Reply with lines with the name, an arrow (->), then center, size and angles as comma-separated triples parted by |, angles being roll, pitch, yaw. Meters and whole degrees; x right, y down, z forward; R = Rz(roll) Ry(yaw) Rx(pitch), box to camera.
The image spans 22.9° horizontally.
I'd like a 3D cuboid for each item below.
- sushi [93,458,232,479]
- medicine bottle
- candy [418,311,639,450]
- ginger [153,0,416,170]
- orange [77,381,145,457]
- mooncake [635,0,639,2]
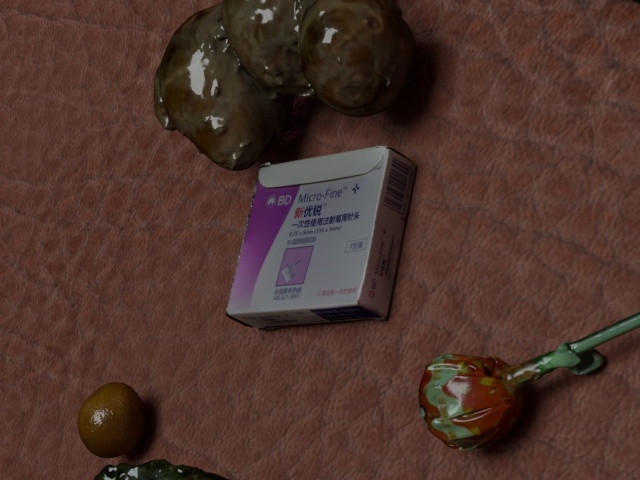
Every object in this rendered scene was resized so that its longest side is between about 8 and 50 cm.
sushi -> -0.127, 0.382, 1.413 | 0.294, 0.178, 0.351 | 14, 78, 51
medicine bottle -> 0.000, 0.000, 1.580 | 0.201, 0.052, 0.171 | -6, 65, 48
candy -> 0.197, 0.088, 1.273 | 0.288, 0.078, 0.084 | -31, 65, 32
ginger -> -0.057, -0.198, 1.661 | 0.375, 0.176, 0.256 | -26, 58, 43
orange -> -0.227, 0.196, 1.726 | 0.085, 0.085, 0.085 | -28, 50, 40
mooncake -> 0.293, -0.350, 1.329 | 0.284, 0.156, 0.284 | -28, 51, 42
